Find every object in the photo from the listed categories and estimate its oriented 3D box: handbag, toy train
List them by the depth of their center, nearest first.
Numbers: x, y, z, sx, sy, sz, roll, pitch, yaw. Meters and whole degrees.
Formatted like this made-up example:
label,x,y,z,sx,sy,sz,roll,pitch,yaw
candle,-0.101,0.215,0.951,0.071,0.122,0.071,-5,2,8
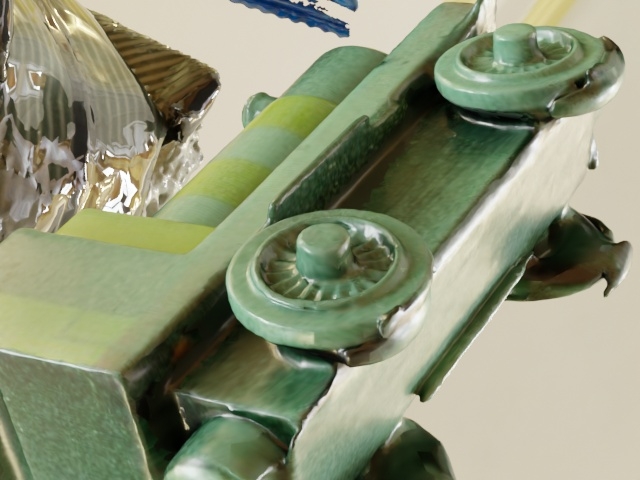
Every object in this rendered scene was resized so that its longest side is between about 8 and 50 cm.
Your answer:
label,x,y,z,sx,sy,sz,roll,pitch,yaw
toy train,0.000,0.001,0.407,0.132,0.083,0.200,10,-144,30
handbag,-0.214,-0.011,0.794,0.247,0.240,0.340,17,-93,-59

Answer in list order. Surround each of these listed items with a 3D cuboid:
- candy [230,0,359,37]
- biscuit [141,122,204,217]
label,x,y,z,sx,sy,sz,roll,pitch,yaw
candy,-0.010,-0.145,0.537,0.088,0.136,0.038,19,-156,-3
biscuit,-0.159,-0.063,0.993,0.188,0.040,0.265,-20,-119,-4
